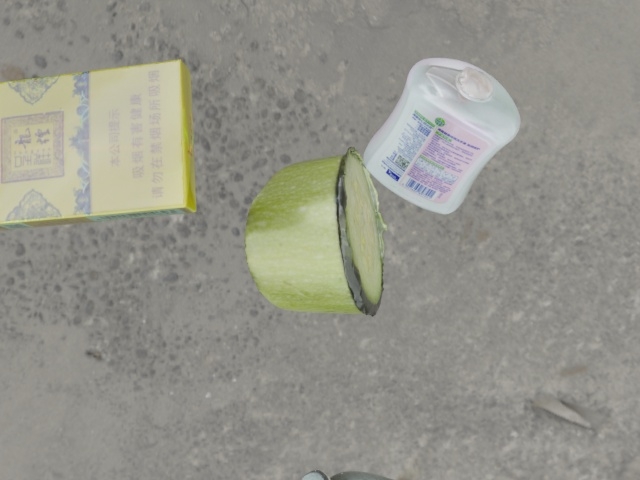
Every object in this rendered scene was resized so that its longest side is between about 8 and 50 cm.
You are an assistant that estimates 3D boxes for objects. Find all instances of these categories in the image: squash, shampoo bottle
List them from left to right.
[{"bbox_3d":[0.012,-0.007,0.903,0.133,0.220,0.220,-6,130,25],"label":"squash"},{"bbox_3d":[0.073,-0.065,0.414,0.072,0.043,0.099,30,147,1],"label":"shampoo bottle"}]

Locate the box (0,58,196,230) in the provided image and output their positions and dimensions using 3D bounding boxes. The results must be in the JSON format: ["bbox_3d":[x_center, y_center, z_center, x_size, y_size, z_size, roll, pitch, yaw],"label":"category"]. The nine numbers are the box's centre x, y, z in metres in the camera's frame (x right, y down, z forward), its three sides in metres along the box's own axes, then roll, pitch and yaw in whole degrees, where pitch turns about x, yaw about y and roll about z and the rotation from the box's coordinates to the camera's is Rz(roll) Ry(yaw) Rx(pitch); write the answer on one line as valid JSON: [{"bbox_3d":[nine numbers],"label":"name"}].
[{"bbox_3d":[-0.267,-0.093,0.711,0.278,0.041,0.153,-5,82,7],"label":"box"}]

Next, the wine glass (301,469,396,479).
[{"bbox_3d":[0.064,0.409,1.043,0.204,0.111,0.111,18,120,-28],"label":"wine glass"}]
